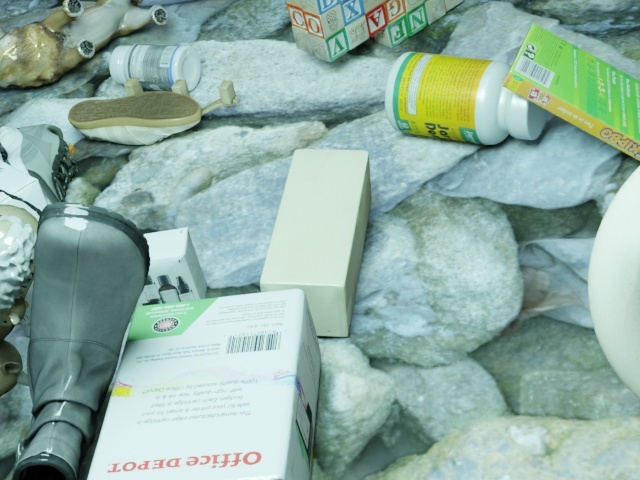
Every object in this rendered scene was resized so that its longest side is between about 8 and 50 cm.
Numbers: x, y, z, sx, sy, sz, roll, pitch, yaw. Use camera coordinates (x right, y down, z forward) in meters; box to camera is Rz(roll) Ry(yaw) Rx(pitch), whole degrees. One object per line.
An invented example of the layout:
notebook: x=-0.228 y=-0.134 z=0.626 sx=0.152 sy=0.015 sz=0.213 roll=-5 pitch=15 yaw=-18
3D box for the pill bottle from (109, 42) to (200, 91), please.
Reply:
pill bottle: x=-0.274 y=-0.286 z=1.935 sx=0.137 sy=0.078 sz=0.078 roll=7 pitch=42 yaw=26

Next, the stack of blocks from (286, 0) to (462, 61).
stack of blocks: x=0.089 y=-0.403 z=1.891 sx=0.297 sy=0.171 sz=0.087 roll=-36 pitch=43 yaw=-25

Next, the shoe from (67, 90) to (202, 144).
shoe: x=-0.284 y=-0.187 z=1.831 sx=0.219 sy=0.058 sz=0.077 roll=0 pitch=47 yaw=16

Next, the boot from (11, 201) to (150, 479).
boot: x=-0.251 y=0.134 z=1.186 sx=0.118 sy=0.338 sz=0.223 roll=9 pitch=53 yaw=-3

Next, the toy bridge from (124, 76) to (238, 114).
toy bridge: x=-0.215 y=-0.222 z=1.846 sx=0.188 sy=0.063 sz=0.026 roll=5 pitch=42 yaw=21

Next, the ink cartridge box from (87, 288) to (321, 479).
ink cartridge box: x=-0.113 y=0.191 z=1.248 sx=0.201 sy=0.117 sz=0.278 roll=-7 pitch=38 yaw=10

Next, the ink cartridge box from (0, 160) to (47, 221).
ink cartridge box: x=-0.453 y=-0.038 z=1.628 sx=0.190 sy=0.140 sz=0.082 roll=23 pitch=49 yaw=37

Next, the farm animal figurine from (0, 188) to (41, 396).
farm animal figurine: x=-0.404 y=0.094 z=1.345 sx=0.172 sy=0.327 sz=0.330 roll=22 pitch=9 yaw=-26

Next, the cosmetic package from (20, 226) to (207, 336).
cosmetic package: x=-0.273 y=0.055 z=1.488 sx=0.239 sy=0.099 sz=0.060 roll=-9 pitch=37 yaw=7

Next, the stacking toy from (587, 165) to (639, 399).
stacking toy: x=0.456 y=-0.034 z=1.264 sx=0.350 sy=0.351 sz=0.480 roll=-5 pitch=21 yaw=11

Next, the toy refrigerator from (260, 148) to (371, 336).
toy refrigerator: x=0.000 y=0.000 z=1.478 sx=0.102 sy=0.094 sz=0.270 roll=1 pitch=40 yaw=8

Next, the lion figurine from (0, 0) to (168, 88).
lion figurine: x=-0.407 y=-0.374 z=2.056 sx=0.392 sy=0.142 sz=0.240 roll=-26 pitch=8 yaw=-38

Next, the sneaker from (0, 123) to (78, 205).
sneaker: x=-0.408 y=-0.104 z=1.734 sx=0.108 sy=0.100 sz=0.271 roll=-17 pitch=37 yaw=-13

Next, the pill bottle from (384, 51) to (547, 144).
pill bottle: x=0.205 y=-0.196 z=1.637 sx=0.208 sy=0.118 sz=0.118 roll=11 pitch=44 yaw=28

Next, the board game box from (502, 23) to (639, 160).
board game box: x=0.375 y=-0.186 z=1.554 sx=0.259 sy=0.039 sz=0.124 roll=27 pitch=47 yaw=3
